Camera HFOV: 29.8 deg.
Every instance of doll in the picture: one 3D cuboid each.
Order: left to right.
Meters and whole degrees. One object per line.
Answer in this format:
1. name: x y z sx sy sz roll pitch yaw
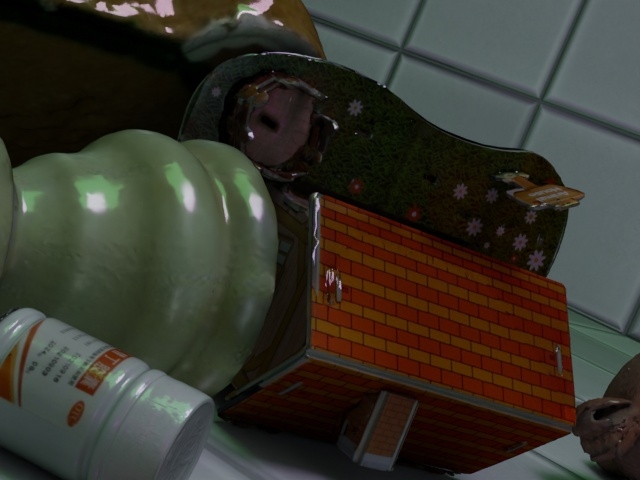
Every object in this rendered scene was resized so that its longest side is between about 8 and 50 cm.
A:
1. doll: 0.314 0.174 0.917 0.201 0.156 0.303 -16 -30 16

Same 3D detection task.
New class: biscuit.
1. biscuit: -0.163 -0.090 0.730 0.343 0.057 0.287 -9 -20 -3

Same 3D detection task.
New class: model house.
1. model house: 0.052 0.031 0.701 0.294 0.207 0.154 19 10 -32

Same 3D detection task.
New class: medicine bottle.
1. medicine bottle: -0.094 0.069 0.484 0.089 0.057 0.057 25 6 13

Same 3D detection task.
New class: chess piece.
1. chess piece: -0.160 -0.003 0.545 0.251 0.144 0.144 13 11 -39
